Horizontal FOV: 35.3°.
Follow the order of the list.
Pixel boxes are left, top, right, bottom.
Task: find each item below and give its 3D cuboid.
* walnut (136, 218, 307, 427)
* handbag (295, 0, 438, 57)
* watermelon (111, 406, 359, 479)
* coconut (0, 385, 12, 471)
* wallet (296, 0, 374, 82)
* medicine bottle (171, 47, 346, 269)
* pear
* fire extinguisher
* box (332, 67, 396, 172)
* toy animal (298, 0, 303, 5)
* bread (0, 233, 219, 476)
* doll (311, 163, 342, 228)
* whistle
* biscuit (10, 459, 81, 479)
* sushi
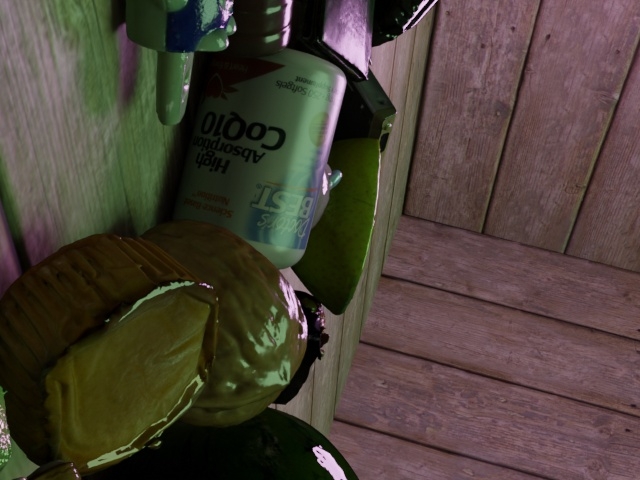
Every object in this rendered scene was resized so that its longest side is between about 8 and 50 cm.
[{"bbox_3d":[-0.114,0.084,0.984,0.213,0.213,0.213,14,90,-81],"label":"walnut"},{"bbox_3d":[0.069,-0.339,1.465,0.285,0.113,0.257,-21,-147,49],"label":"handbag"},{"bbox_3d":[-0.093,0.363,1.141,0.363,0.363,0.363,14,90,-81],"label":"watermelon"},{"bbox_3d":[-0.248,0.131,0.665,0.083,0.081,0.082,69,-1,-53],"label":"coconut"},{"bbox_3d":[0.037,-0.369,1.247,0.169,0.044,0.317,25,70,-66],"label":"wallet"},{"bbox_3d":[-0.077,-0.069,1.132,0.157,0.157,0.289,-5,109,-81],"label":"medicine bottle"},{"bbox_3d":[-0.003,-0.002,1.577,0.288,0.139,0.239,121,-32,-58],"label":"pear"},{"bbox_3d":[-0.071,-0.356,0.956,0.138,0.102,0.344,-115,-155,-48],"label":"fire extinguisher"},{"bbox_3d":[0.044,-0.180,1.675,0.270,0.045,0.211,104,-35,-52],"label":"box"},{"bbox_3d":[-0.020,-0.343,1.272,0.214,0.093,0.186,68,28,-62],"label":"toy animal"},{"bbox_3d":[-0.177,0.088,0.810,0.199,0.104,0.199,-34,145,-28],"label":"bread"},{"bbox_3d":[-0.053,-0.079,1.375,0.287,0.150,0.151,-61,164,-81],"label":"doll"},{"bbox_3d":[-0.118,-0.213,0.860,0.110,0.092,0.245,-81,179,-59],"label":"whistle"},{"bbox_3d":[-0.248,0.196,0.679,0.138,0.031,0.205,-33,174,10],"label":"biscuit"},{"bbox_3d":[-0.062,0.154,1.622,0.172,0.153,0.150,86,11,-46],"label":"sushi"}]
